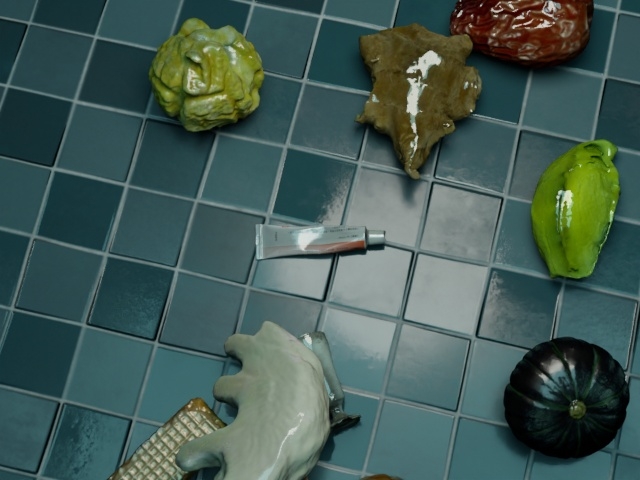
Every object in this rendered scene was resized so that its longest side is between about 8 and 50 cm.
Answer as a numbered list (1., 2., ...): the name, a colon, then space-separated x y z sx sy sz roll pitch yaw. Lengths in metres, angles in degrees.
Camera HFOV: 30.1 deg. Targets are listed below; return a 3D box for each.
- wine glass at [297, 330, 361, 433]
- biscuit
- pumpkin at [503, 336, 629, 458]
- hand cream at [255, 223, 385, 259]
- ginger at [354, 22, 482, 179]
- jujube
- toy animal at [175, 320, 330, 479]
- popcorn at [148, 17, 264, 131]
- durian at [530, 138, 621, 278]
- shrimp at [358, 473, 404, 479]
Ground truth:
1. wine glass: 0.004 0.225 1.872 0.072 0.072 0.155 -24 75 -5
2. biscuit: -0.297 0.401 1.837 0.094 0.054 0.379 43 79 11
3. pumpkin: 0.376 0.242 1.813 0.194 0.150 0.194 -1 82 9
4. hand cream: 0.000 0.001 1.956 0.216 0.038 0.052 -2 50 7
5. ginger: 0.163 -0.229 1.973 0.219 0.123 0.270 -5 84 4
6. jujube: 0.338 -0.372 1.997 0.236 0.168 0.168 0 74 17
7. toy animal: -0.078 0.296 1.809 0.266 0.188 0.308 -41 36 5
8. popcorn: -0.191 -0.277 1.978 0.185 0.167 0.187 27 39 33
9. durian: 0.412 -0.058 1.928 0.139 0.101 0.250 20 72 -29
10. shrimp: 0.131 0.489 1.801 0.152 0.063 0.287 -21 73 -16
